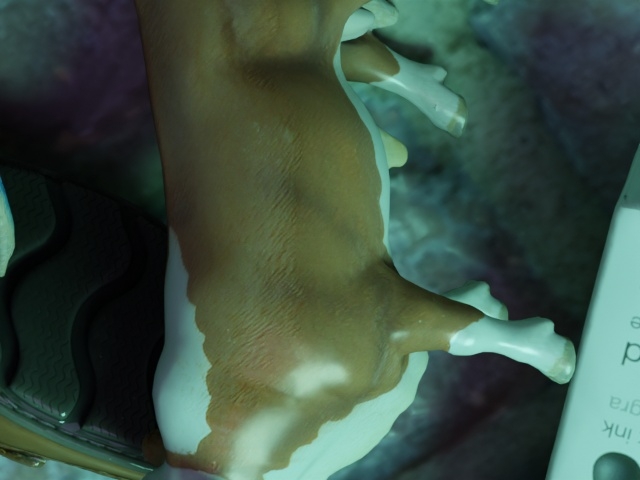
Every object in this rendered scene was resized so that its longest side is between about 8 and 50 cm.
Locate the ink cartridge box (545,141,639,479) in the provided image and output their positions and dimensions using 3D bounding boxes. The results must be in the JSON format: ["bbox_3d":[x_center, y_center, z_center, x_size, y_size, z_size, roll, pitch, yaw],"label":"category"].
[{"bbox_3d":[0.245,0.164,0.950,0.286,0.166,0.394,16,117,12],"label":"ink cartridge box"}]

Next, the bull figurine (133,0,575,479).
[{"bbox_3d":[0.000,0.000,0.873,0.188,0.101,0.310,-3,80,-22],"label":"bull figurine"}]

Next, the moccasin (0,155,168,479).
[{"bbox_3d":[-0.191,0.037,0.950,0.380,0.139,0.147,15,152,-2],"label":"moccasin"}]

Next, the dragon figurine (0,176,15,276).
[{"bbox_3d":[-0.195,-0.131,0.867,0.085,0.144,0.289,-34,107,28],"label":"dragon figurine"}]
